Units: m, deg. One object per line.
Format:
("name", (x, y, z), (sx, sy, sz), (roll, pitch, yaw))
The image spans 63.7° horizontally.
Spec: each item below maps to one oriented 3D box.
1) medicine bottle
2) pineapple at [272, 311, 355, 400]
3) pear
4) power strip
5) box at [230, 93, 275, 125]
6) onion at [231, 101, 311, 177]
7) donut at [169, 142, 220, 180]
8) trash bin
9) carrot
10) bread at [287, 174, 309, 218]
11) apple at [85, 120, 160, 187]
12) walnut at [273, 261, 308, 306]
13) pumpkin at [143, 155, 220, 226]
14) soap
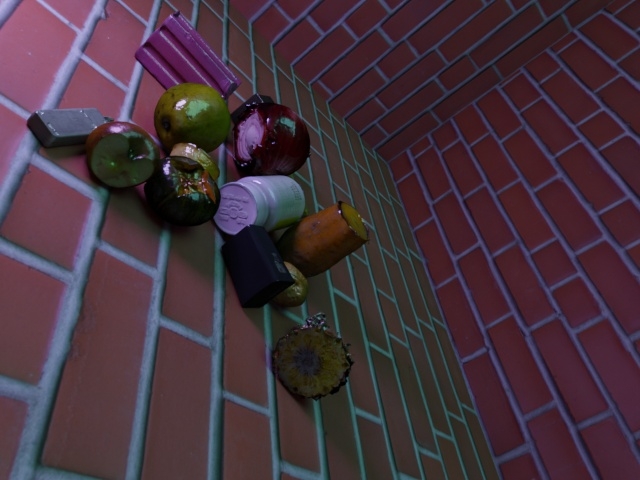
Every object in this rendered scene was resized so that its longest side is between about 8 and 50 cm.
("medicine bottle", (-0.219, -0.132, 1.901), (0.214, 0.213, 0.378), (58, 23, 6))
("pineapple", (-0.017, 0.343, 1.692), (0.262, 0.262, 0.272), (51, 10, -9))
("pear", (-0.452, -0.423, 1.813), (0.253, 0.252, 0.307), (54, 34, -4))
("power strip", (-0.682, -0.325, 1.456), (0.093, 0.053, 0.288), (53, 22, -2))
("box", (-0.259, -0.514, 2.382), (0.273, 0.184, 0.143), (58, 24, 3))
("onion", (-0.196, -0.400, 2.135), (0.341, 0.341, 0.341), (43, 26, -27))
("donut", (-0.430, -0.242, 1.723), (0.178, 0.162, 0.066), (37, 53, -20))
("trash bin", (-0.212, 0.083, 1.693), (0.115, 0.165, 0.226), (13, 44, -57))
("carrot", (0.000, 0.000, 1.986), (0.224, 0.340, 0.224), (43, 26, -28))
("bread", (-0.156, -0.224, 2.305), (0.142, 0.091, 0.305), (9, 50, -50))
("apple", (-0.553, -0.246, 1.450), (0.195, 0.173, 0.160), (42, 28, -36))
("walnut", (-0.124, 0.151, 1.803), (0.180, 0.144, 0.144), (36, 29, -28))
("pumpkin", (-0.426, -0.147, 1.585), (0.237, 0.159, 0.238), (25, 41, -24))
("soap", (-0.515, -0.677, 2.034), (0.359, 0.233, 0.128), (46, 22, -21))
